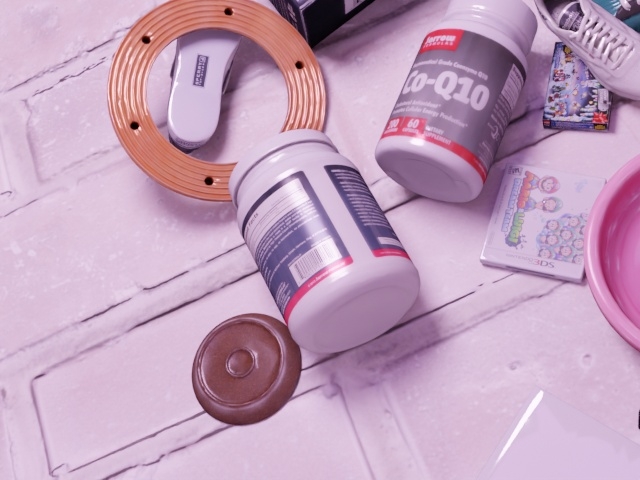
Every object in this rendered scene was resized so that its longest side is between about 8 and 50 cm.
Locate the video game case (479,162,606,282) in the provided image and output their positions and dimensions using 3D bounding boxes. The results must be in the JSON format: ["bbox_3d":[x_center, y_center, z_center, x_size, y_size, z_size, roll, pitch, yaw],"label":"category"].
[{"bbox_3d":[0.311,-0.028,1.417,0.143,0.019,0.157,11,70,22],"label":"video game case"}]

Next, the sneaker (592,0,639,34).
[{"bbox_3d":[0.512,-0.377,1.457,0.302,0.121,0.108,-16,63,11],"label":"sneaker"}]

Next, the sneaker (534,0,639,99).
[{"bbox_3d":[0.390,-0.278,1.417,0.235,0.095,0.090,44,106,27],"label":"sneaker"}]

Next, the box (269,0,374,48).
[{"bbox_3d":[-0.026,-0.560,1.588,0.293,0.212,0.395,-38,83,-2],"label":"box"}]

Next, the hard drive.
[{"bbox_3d":[0.271,0.359,1.238,0.203,0.040,0.307,30,77,27],"label":"hard drive"}]

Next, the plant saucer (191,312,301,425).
[{"bbox_3d":[-0.111,0.179,1.449,0.168,0.029,0.168,-6,65,14],"label":"plant saucer"}]

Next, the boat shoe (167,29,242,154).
[{"bbox_3d":[-0.189,-0.283,1.644,0.108,0.102,0.301,12,75,-14],"label":"boat shoe"}]

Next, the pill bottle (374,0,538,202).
[{"bbox_3d":[0.201,-0.212,1.456,0.161,0.161,0.283,16,72,23],"label":"pill bottle"}]

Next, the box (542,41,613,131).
[{"bbox_3d":[0.381,-0.226,1.482,0.094,0.027,0.137,6,68,19],"label":"box"}]

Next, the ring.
[{"bbox_3d":[-0.158,-0.221,1.565,0.337,0.032,0.336,3,78,-13],"label":"ring"}]

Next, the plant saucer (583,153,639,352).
[{"bbox_3d":[0.508,0.022,1.296,0.332,0.084,0.332,-7,64,14],"label":"plant saucer"}]

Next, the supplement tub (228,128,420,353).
[{"bbox_3d":[0.000,0.000,1.403,0.191,0.191,0.272,-30,61,3],"label":"supplement tub"}]

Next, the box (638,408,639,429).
[{"bbox_3d":[0.425,0.211,1.233,0.062,0.083,0.052,25,74,26],"label":"box"}]
